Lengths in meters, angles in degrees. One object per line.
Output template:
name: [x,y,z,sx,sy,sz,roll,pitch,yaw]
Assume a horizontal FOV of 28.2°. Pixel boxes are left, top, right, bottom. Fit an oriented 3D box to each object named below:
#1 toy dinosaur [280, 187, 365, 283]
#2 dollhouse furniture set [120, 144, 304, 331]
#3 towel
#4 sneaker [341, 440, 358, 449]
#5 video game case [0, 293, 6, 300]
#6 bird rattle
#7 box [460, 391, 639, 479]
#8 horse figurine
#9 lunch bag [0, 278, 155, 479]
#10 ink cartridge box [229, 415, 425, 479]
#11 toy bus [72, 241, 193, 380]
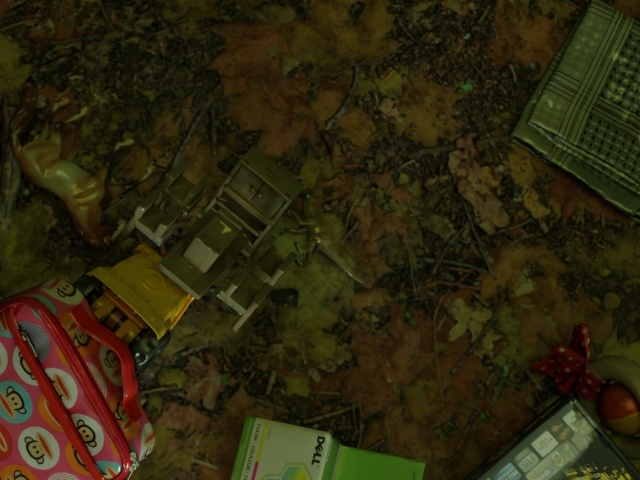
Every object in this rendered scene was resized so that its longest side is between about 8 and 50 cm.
toy dinosaur: [0.000,0.000,1.983,0.093,0.053,0.183,-28,84,-19]
dollhouse furniture set: [-0.150,0.000,1.848,0.212,0.161,0.242,40,47,-1]
towel: [0.519,-0.216,2.150,0.312,0.056,0.324,32,73,-3]
sneaker: [0.021,0.387,1.894,0.089,0.051,0.170,-5,80,-17]
video game case: [-0.596,0.144,1.824,0.248,0.035,0.275,39,72,-1]
bird rattle: [0.450,0.247,1.956,0.143,0.207,0.253,-9,88,-33]
box: [0.318,0.466,1.858,0.395,0.097,0.318,-40,87,2]
horse figurine: [-0.375,-0.115,1.922,0.263,0.066,0.174,39,66,-4]
lunch bag: [-0.358,0.206,1.734,0.258,0.120,0.293,-25,97,27]
ink cartridge box: [0.003,0.370,1.821,0.255,0.097,0.188,9,73,16]
toy bus: [-0.275,0.108,1.846,0.149,0.220,0.211,41,39,3]
